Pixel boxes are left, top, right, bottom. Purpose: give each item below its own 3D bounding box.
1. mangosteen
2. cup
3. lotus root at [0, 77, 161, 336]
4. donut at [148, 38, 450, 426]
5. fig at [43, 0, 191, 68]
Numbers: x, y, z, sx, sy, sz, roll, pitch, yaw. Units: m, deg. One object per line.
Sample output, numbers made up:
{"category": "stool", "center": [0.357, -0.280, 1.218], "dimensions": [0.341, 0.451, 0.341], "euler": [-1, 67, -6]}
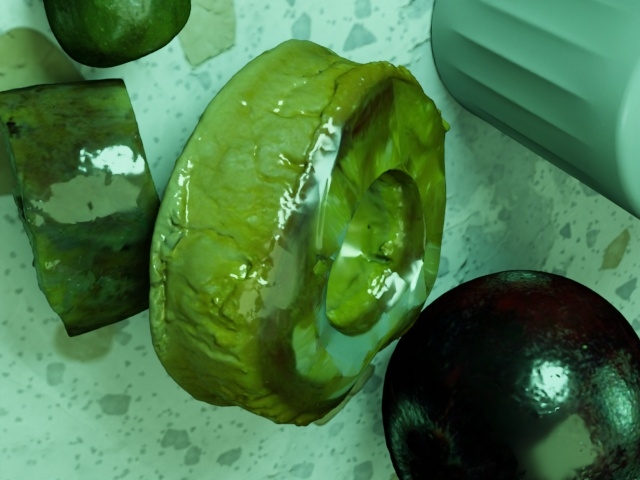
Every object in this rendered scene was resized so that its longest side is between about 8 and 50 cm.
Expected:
{"category": "mangosteen", "center": [0.215, 0.165, 1.206], "dimensions": [0.300, 0.300, 0.300], "euler": [-12, 118, -23]}
{"category": "cup", "center": [0.312, -0.152, 1.076], "dimensions": [0.323, 0.327, 0.237], "euler": [10, 108, -33]}
{"category": "lotus root", "center": [-0.189, -0.020, 1.008], "dimensions": [0.119, 0.138, 0.235], "euler": [-17, 126, -8]}
{"category": "donut", "center": [0.000, 0.000, 1.035], "dimensions": [0.330, 0.160, 0.330], "euler": [-40, 140, -46]}
{"category": "fig", "center": [-0.169, -0.227, 0.936], "dimensions": [0.117, 0.117, 0.177], "euler": [-21, 100, -17]}
